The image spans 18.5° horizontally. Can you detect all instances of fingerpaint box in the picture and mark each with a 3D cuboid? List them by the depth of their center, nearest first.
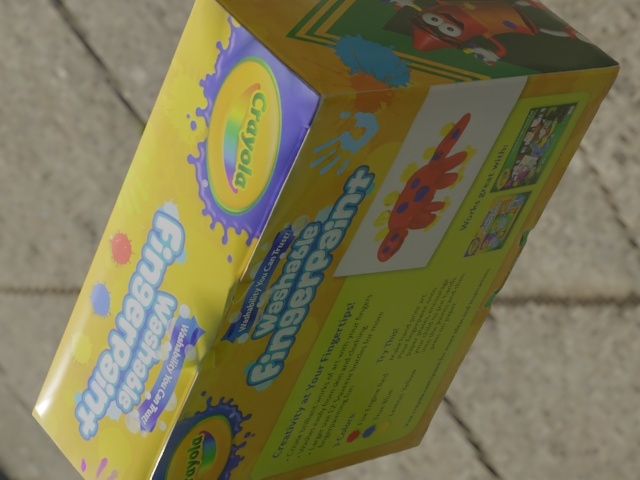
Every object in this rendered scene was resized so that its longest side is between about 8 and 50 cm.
[{"bbox_3d":[0.000,0.000,1.679,0.163,0.371,0.445,45,126,30],"label":"fingerpaint box"}]
